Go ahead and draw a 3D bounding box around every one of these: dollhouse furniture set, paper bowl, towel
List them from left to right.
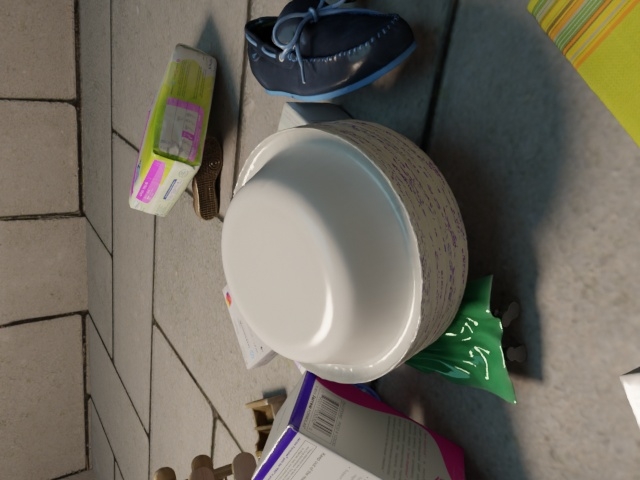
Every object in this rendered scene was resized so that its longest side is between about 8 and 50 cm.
[{"bbox_3d":[-0.171,0.397,0.976,0.212,0.242,0.161,-33,68,53],"label":"dollhouse furniture set"},{"bbox_3d":[0.001,0.017,0.584,0.284,0.148,0.284,19,118,40],"label":"paper bowl"},{"bbox_3d":[0.266,-0.155,0.435,0.237,0.021,0.102,65,148,23],"label":"towel"}]

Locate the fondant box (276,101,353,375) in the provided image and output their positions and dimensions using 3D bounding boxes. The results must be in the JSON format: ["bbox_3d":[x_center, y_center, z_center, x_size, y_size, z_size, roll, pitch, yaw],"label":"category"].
[{"bbox_3d":[0.000,0.000,0.786,0.238,0.096,0.330,50,135,39],"label":"fondant box"}]

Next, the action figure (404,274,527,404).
[{"bbox_3d":[0.128,0.107,0.643,0.232,0.063,0.137,-6,93,52],"label":"action figure"}]

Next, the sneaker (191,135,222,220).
[{"bbox_3d":[-0.260,-0.140,1.170,0.071,0.066,0.189,34,122,49],"label":"sneaker"}]

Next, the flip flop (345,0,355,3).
[{"bbox_3d":[0.027,-0.451,0.676,0.112,0.080,0.277,-58,-44,-77],"label":"flip flop"}]

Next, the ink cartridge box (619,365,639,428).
[{"bbox_3d":[0.312,0.173,0.383,0.104,0.061,0.181,-35,68,53],"label":"ink cartridge box"}]

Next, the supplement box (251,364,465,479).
[{"bbox_3d":[0.049,0.263,0.628,0.220,0.111,0.114,29,118,-1],"label":"supplement box"}]

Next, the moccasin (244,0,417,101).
[{"bbox_3d":[-0.022,-0.260,0.710,0.342,0.137,0.117,15,141,53],"label":"moccasin"}]

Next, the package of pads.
[{"bbox_3d":[-0.308,-0.231,1.115,0.229,0.101,0.297,-39,42,51],"label":"package of pads"}]

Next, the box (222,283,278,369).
[{"bbox_3d":[-0.087,0.098,0.814,0.186,0.038,0.145,-48,58,48],"label":"box"}]

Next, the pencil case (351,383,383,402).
[{"bbox_3d":[0.033,0.358,0.779,0.133,0.119,0.306,12,105,41],"label":"pencil case"}]
